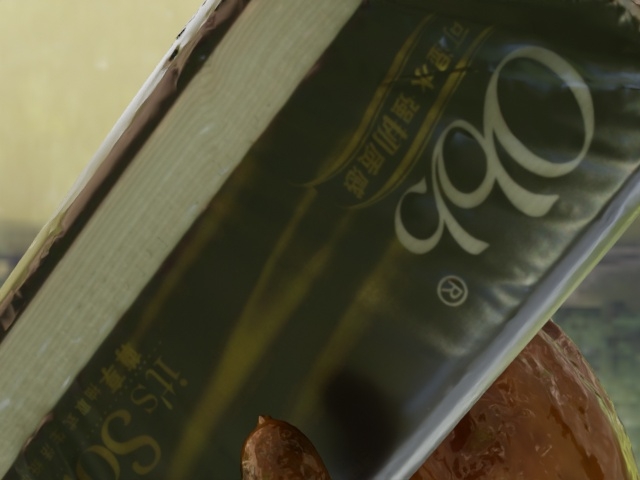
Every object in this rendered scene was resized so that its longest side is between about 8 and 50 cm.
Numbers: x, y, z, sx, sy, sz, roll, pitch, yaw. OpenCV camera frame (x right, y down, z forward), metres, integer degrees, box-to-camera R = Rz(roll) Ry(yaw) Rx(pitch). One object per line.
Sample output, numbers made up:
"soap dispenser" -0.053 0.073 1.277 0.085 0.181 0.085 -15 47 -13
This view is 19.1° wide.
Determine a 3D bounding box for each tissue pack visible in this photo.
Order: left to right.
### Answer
"tissue pack" 0.000 0.000 0.846 0.198 0.370 0.210 40 -160 2

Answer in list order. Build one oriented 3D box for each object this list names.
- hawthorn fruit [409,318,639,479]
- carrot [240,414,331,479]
"hawthorn fruit" 0.008 0.186 1.297 0.471 0.472 0.472 1 177 0
"carrot" 0.004 0.164 0.693 0.061 0.210 0.061 -13 167 -3
